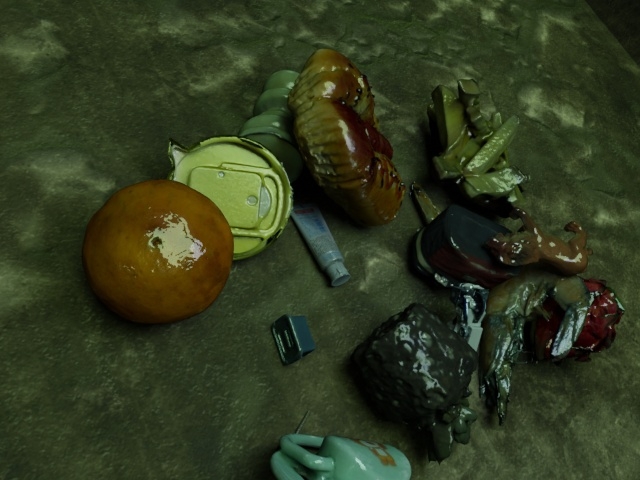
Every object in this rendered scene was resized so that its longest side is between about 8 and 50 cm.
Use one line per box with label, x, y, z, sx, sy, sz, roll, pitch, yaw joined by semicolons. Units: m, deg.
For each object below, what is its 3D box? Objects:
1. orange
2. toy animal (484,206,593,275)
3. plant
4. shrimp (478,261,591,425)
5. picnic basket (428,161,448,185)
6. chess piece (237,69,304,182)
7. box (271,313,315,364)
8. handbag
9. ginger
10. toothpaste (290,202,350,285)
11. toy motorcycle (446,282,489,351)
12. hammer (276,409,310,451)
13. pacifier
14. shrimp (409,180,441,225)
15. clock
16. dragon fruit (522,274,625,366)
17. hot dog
orange;-0.310;0.021;1.095;0.284;0.226;0.283;3;76;-13
toy animal;0.541;0.023;1.369;0.313;0.097;0.157;16;56;-6
plant;0.228;0.305;1.212;0.215;0.213;0.312;-31;79;-38
shrimp;0.506;0.237;1.379;0.085;0.272;0.444;40;61;-32
picnic basket;0.354;-0.210;1.666;0.072;0.072;0.083;6;51;-23
chess piece;-0.107;-0.307;1.438;0.182;0.182;0.330;21;50;-14
box;-0.055;0.209;1.220;0.054;0.074;0.099;-4;64;-39
handbag;0.369;0.039;1.451;0.255;0.181;0.181;20;54;-18
ginger;0.474;-0.266;1.610;0.413;0.211;0.358;38;37;-12
toothpaste;0.000;0.000;1.382;0.089;0.057;0.234;-10;61;-32
toy motorcycle;0.328;0.200;1.348;0.102;0.221;0.150;7;15;-19
hammer;-0.047;0.389;1.150;0.035;0.019;0.110;38;50;-2
pacifier;0.033;0.488;1.034;0.343;0.288;0.269;28;86;-36
shrimp;0.306;-0.084;1.587;0.101;0.042;0.190;-10;65;-53
clock;-0.210;-0.095;1.273;0.294;0.071;0.277;12;87;-10
dragon fruit;0.634;0.209;1.467;0.293;0.234;0.233;-31;79;-21
hot dog;0.061;-0.253;1.352;0.365;0.196;0.367;34;39;-58
